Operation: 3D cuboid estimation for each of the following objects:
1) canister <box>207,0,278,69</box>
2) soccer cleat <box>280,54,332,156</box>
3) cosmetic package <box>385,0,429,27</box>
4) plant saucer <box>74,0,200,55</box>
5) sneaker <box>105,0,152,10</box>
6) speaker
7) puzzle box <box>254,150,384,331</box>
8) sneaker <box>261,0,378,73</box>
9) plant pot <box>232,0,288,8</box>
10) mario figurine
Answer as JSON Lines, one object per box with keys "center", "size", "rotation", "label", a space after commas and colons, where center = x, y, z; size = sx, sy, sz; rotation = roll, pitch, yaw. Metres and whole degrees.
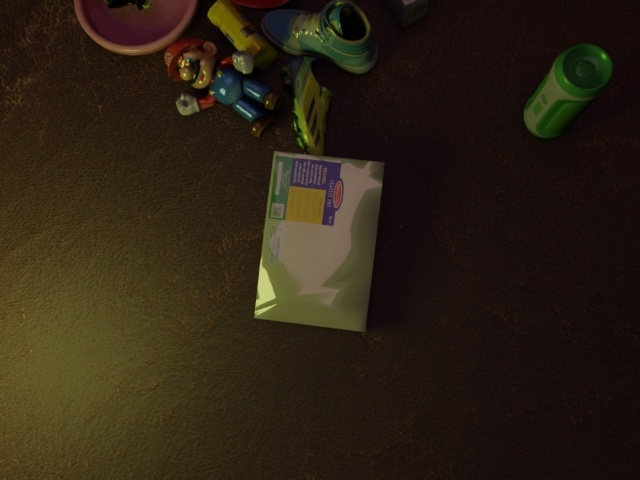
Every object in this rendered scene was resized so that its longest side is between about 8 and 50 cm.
{"center": [-0.195, -0.525, 1.616], "size": [0.073, 0.126, 0.170], "rotation": [-42, 82, 15], "label": "canister"}
{"center": [-0.019, -0.331, 1.590], "size": [0.121, 0.093, 0.289], "rotation": [-12, 81, -11], "label": "soccer cleat"}
{"center": [0.189, -0.683, 1.627], "size": [0.085, 0.117, 0.231], "rotation": [-30, 79, -4], "label": "cosmetic package"}
{"center": [-0.476, -0.637, 1.672], "size": [0.332, 0.084, 0.332], "rotation": [0, 81, 3], "label": "plant saucer"}
{"center": [-0.536, -0.639, 1.591], "size": [0.234, 0.084, 0.097], "rotation": [14, 82, 5], "label": "sneaker"}
{"center": [0.560, -0.334, 1.452], "size": [0.131, 0.296, 0.131], "rotation": [-1, 80, 3], "label": "speaker"}
{"center": [0.000, 0.000, 1.517], "size": [0.272, 0.052, 0.409], "rotation": [7, 89, 5], "label": "puzzle box"}
{"center": [-0.006, -0.538, 1.566], "size": [0.318, 0.208, 0.127], "rotation": [18, 82, 7], "label": "sneaker"}
{"center": [-0.168, -0.773, 1.604], "size": [0.274, 0.275, 0.243], "rotation": [9, 70, 5], "label": "plant pot"}
{"center": [-0.261, -0.385, 1.574], "size": [0.320, 0.170, 0.198], "rotation": [32, 85, 7], "label": "mario figurine"}
